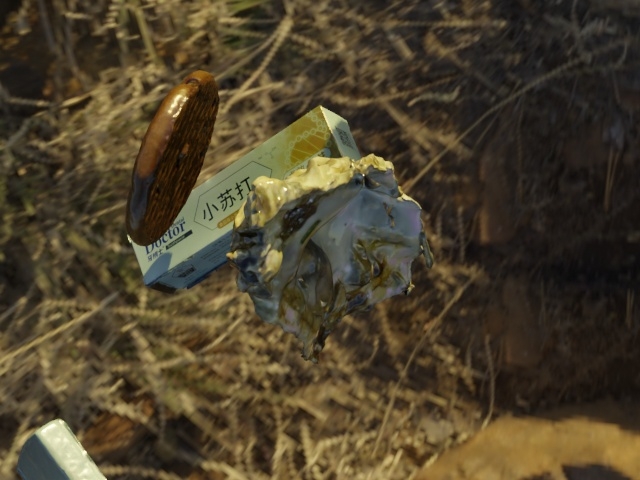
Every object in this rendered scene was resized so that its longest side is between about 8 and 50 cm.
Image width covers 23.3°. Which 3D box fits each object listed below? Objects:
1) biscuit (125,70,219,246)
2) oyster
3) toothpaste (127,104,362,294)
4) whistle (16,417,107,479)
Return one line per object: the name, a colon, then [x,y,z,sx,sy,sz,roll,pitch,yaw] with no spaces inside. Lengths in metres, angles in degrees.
biscuit: [-0.170,-0.093,1.768,0.036,0.212,0.212,23,106,9]
oyster: [-0.001,-0.004,1.496,0.107,0.354,0.201,36,83,23]
toothpaste: [-0.093,-0.045,1.912,0.313,0.071,0.089,-32,65,21]
whistle: [-0.224,0.321,1.415,0.163,0.163,0.289,-43,77,17]
